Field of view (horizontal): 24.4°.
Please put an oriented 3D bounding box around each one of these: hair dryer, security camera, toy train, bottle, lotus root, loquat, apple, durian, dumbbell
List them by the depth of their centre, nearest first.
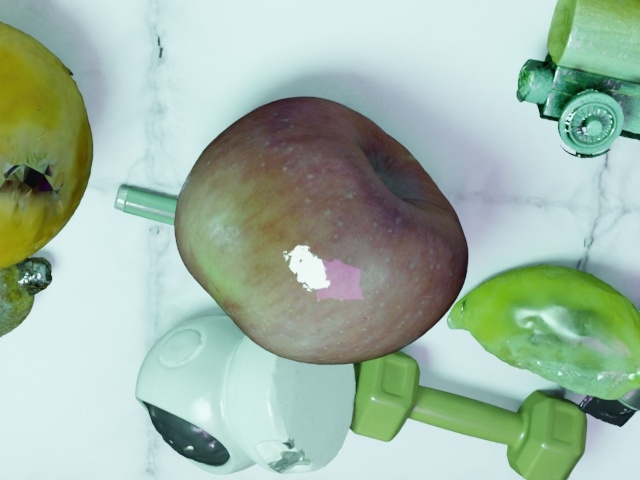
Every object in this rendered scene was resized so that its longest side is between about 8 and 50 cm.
[{"bbox_3d":[-0.357,-0.098,1.489,0.263,0.263,0.263,0,126,0],"label":"loquat"},{"bbox_3d":[0.362,-0.166,1.524,0.307,0.126,0.189,11,125,-8],"label":"toy train"},{"bbox_3d":[0.000,0.000,1.543,0.306,0.305,0.235,35,112,-23],"label":"apple"},{"bbox_3d":[-0.190,-0.038,1.671,0.083,0.030,0.030,14,124,-9],"label":"bottle"},{"bbox_3d":[-0.398,0.065,1.711,0.192,0.088,0.113,-18,117,12],"label":"lotus root"},{"bbox_3d":[0.279,0.101,1.714,0.250,0.101,0.139,25,99,6],"label":"durian"},{"bbox_3d":[-0.101,0.174,1.724,0.236,0.194,0.194,-1,130,31],"label":"security camera"},{"bbox_3d":[0.464,0.177,1.806,0.248,0.078,0.195,23,118,-25],"label":"hair dryer"},{"bbox_3d":[0.174,0.214,1.809,0.302,0.121,0.108,16,153,-13],"label":"dumbbell"}]
